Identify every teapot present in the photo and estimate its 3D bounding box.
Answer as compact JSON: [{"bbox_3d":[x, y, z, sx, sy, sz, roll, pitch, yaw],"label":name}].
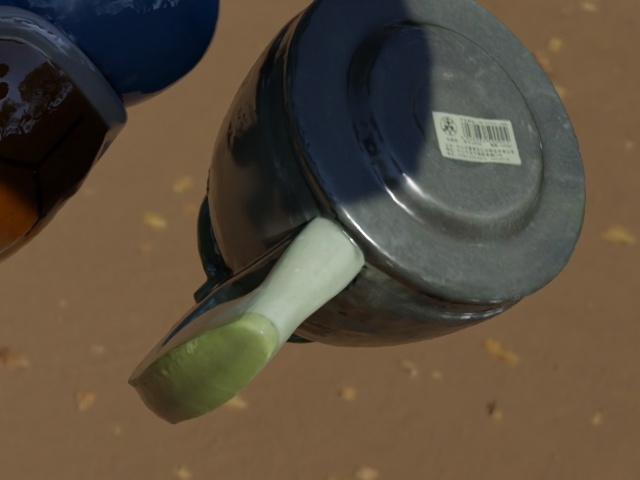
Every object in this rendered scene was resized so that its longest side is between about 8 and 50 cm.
[{"bbox_3d":[0.020,0.005,1.180,0.239,0.239,0.322,25,53,-23],"label":"teapot"}]

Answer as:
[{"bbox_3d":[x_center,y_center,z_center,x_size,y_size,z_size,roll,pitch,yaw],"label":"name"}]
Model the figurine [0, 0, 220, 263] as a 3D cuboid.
[{"bbox_3d":[-0.257,-0.072,1.109,0.243,0.298,0.416,22,68,43],"label":"figurine"}]
